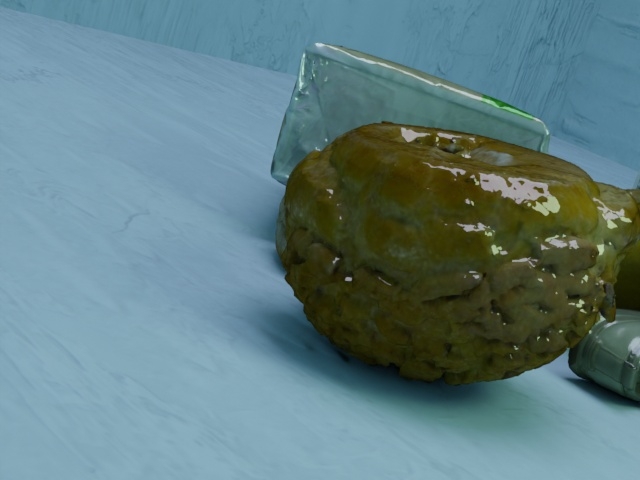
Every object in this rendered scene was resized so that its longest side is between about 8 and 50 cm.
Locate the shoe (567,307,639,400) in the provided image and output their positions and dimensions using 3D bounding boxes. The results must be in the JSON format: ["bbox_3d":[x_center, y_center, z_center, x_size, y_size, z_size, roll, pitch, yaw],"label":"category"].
[{"bbox_3d":[0.408,0.142,1.419,0.275,0.103,0.098,5,18,-27],"label":"shoe"}]

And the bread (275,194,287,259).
[{"bbox_3d":[0.000,0.000,1.497,0.106,0.082,0.125,5,26,-13],"label":"bread"}]

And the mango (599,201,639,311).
[{"bbox_3d":[0.463,0.053,1.549,0.365,0.253,0.182,7,40,-15],"label":"mango"}]

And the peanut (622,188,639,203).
[{"bbox_3d":[0.544,0.026,1.888,0.387,0.192,0.169,20,3,10],"label":"peanut"}]

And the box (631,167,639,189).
[{"bbox_3d":[0.628,-0.027,2.189,0.095,0.210,0.330,15,13,-14],"label":"box"}]

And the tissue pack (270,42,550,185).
[{"bbox_3d":[0.124,-0.112,1.733,0.332,0.205,0.405,18,1,4],"label":"tissue pack"}]

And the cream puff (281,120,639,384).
[{"bbox_3d":[0.127,0.019,1.234,0.343,0.231,0.327,5,12,-24],"label":"cream puff"}]
